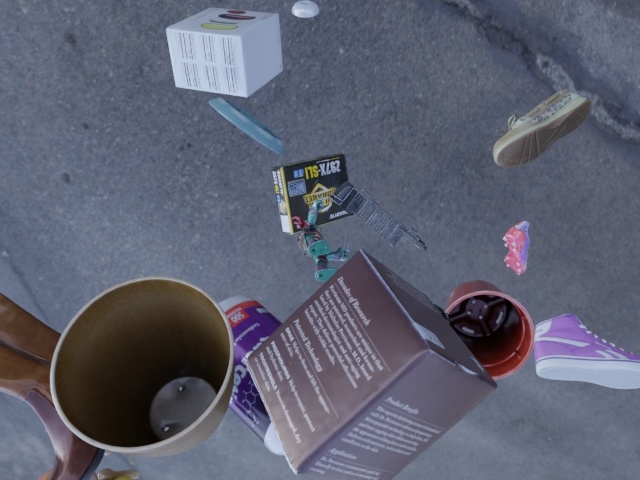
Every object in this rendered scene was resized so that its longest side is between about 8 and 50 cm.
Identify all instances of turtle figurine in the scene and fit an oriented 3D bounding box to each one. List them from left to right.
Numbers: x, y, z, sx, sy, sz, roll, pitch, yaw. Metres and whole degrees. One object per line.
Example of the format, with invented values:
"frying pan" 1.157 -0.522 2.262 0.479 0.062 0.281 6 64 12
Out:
"turtle figurine" 0.000 0.000 1.551 0.118 0.234 0.175 -29 115 13

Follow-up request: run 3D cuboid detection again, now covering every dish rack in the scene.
"dish rack" 0.159 -0.047 1.572 0.271 0.208 0.074 39 95 14

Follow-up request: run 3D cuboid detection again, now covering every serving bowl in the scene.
"serving bowl" -0.045 -0.702 1.820 0.083 0.083 0.027 11 136 11

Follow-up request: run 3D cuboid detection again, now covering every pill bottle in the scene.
"pill bottle" -0.085 0.256 1.098 0.323 0.181 0.182 36 142 26

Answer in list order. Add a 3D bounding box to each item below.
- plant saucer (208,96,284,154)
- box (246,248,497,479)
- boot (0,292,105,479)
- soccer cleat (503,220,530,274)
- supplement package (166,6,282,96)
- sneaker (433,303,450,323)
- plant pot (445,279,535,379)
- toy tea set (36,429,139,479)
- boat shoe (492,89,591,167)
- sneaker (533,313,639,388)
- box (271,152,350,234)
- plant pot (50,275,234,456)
"plant saucer" -0.249 -0.411 2.128 0.317 0.317 0.044 35 99 -13
"box" 0.056 0.158 0.716 0.203 0.167 0.168 -45 134 11
"boot" -0.449 0.240 0.918 0.280 0.264 0.096 35 142 -21
"soccer cleat" 0.669 0.029 2.025 0.083 0.095 0.248 43 171 38
"supplement package" -0.228 -0.465 1.479 0.203 0.194 0.149 13 128 20
"sneaker" 0.248 0.181 1.495 0.152 0.058 0.085 26 133 20
"plant pot" 0.495 0.249 1.865 0.272 0.265 0.273 2 102 8
"toy tea set" -0.386 0.334 1.058 0.200 0.336 0.124 11 158 -41
"boat shoe" 0.517 -0.270 1.456 0.089 0.285 0.105 50 161 36
"sneaker" 0.635 0.243 1.387 0.281 0.161 0.102 9 142 2
"box" -0.026 -0.185 2.339 0.079 0.321 0.257 3 106 50
"plant pot" -0.224 0.214 0.887 0.237 0.237 0.254 12 150 10
